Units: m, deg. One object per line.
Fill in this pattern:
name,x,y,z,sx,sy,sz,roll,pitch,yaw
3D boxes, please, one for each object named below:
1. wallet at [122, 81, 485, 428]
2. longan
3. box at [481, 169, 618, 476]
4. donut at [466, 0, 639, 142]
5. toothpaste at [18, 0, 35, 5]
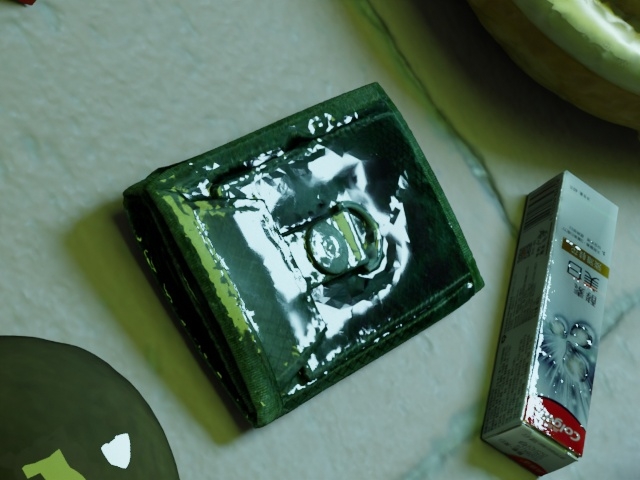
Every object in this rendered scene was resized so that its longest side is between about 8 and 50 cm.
wallet,0.002,-0.001,1.013,0.236,0.055,0.160,-27,89,-45
longan,-0.145,0.135,0.739,0.167,0.167,0.187,27,70,-23
box,0.155,0.051,1.107,0.055,0.039,0.218,32,49,-20
donut,0.256,-0.263,1.269,0.449,0.198,0.449,19,54,-27
toothpaste,-0.197,-0.240,1.005,0.070,0.044,0.193,14,56,-32
